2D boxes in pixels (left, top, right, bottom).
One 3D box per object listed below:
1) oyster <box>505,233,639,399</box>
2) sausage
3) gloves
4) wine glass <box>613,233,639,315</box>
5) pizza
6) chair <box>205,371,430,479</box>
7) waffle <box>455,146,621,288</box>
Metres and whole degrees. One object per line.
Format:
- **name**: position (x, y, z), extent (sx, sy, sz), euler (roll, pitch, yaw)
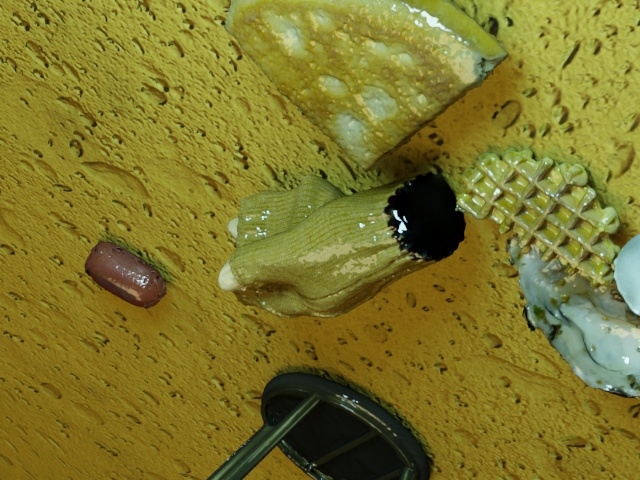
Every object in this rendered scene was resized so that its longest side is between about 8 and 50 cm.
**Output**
- **oyster**: position (0.345, 0.080, 1.636), extent (0.294, 0.094, 0.166), euler (50, 130, -3)
- **sausage**: position (-0.305, 0.055, 2.192), extent (0.141, 0.076, 0.076), euler (30, 148, 8)
- **gloves**: position (0.011, 0.012, 1.728), extent (0.356, 0.203, 0.155), euler (-6, 113, 39)
- **wine glass**: position (0.379, -0.033, 1.390), extent (0.156, 0.156, 0.232), euler (22, 143, 20)
- **pizza**: position (0.041, -0.227, 1.496), extent (0.258, 0.087, 0.268), euler (45, 146, -7)
- **chair**: position (-0.053, 0.450, 2.158), extent (0.362, 0.410, 0.364), euler (39, 148, -4)
- **waffle**: position (0.244, -0.027, 1.580), extent (0.192, 0.046, 0.160), euler (5, 120, 33)
